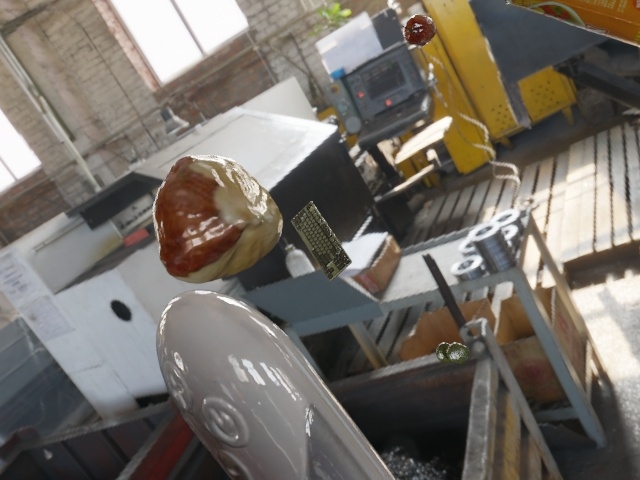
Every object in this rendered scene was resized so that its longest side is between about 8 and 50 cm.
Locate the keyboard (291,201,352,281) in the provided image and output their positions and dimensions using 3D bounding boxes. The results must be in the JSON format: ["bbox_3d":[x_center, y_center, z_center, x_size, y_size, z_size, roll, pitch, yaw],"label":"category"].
[{"bbox_3d":[0.000,0.000,0.909,0.049,0.129,0.015,-40,-28,13],"label":"keyboard"}]

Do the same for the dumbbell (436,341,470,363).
[{"bbox_3d":[0.301,0.257,1.325,0.118,0.052,0.046,110,178,-79],"label":"dumbbell"}]

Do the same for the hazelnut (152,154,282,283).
[{"bbox_3d":[-0.198,-0.038,1.130,0.241,0.261,0.261,-18,20,47],"label":"hazelnut"}]

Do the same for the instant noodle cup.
[{"bbox_3d":[0.319,-0.312,0.660,0.185,0.168,0.168,19,39,19],"label":"instant noodle cup"}]

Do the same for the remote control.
[{"bbox_3d":[-0.040,0.188,0.548,0.103,0.332,0.221,-39,1,-33],"label":"remote control"}]

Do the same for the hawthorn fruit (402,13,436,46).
[{"bbox_3d":[0.201,-0.443,1.226,0.066,0.067,0.103,-19,7,36],"label":"hawthorn fruit"}]
